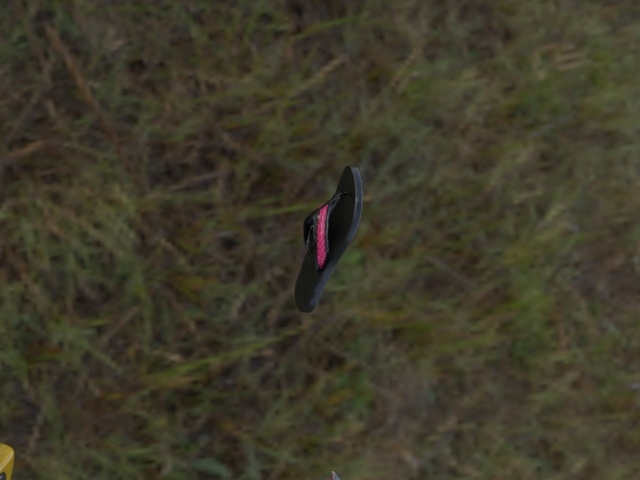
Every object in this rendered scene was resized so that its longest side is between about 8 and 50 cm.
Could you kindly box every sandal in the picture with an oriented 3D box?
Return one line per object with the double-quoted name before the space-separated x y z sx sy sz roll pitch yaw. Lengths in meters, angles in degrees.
"sandal" 0.000 0.000 1.709 0.040 0.179 0.067 14 26 -22

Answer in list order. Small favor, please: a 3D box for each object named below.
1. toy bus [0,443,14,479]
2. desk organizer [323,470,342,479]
"toy bus" -0.436 0.283 1.682 0.333 0.108 0.130 -59 160 -64
"desk organizer" 0.002 0.215 0.970 0.047 0.050 0.130 49 26 -40
